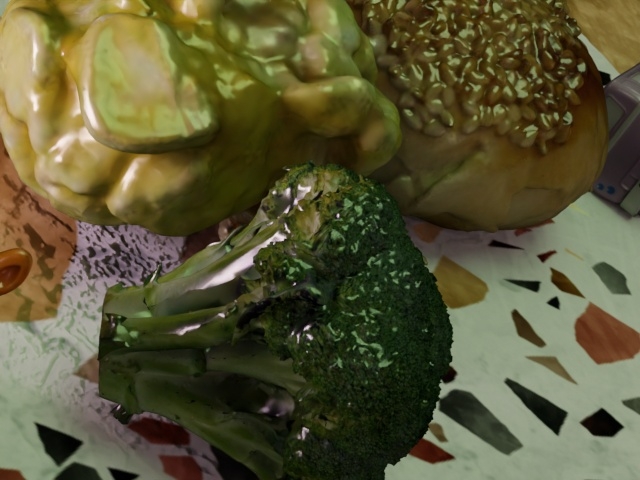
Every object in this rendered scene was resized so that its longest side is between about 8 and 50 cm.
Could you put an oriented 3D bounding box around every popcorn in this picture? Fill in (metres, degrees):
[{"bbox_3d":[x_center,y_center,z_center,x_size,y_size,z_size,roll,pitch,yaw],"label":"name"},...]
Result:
[{"bbox_3d":[-0.123,-0.131,1.634,0.334,0.293,0.292,-25,77,-18],"label":"popcorn"}]

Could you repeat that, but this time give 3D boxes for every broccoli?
[{"bbox_3d":[-0.034,0.088,1.451,0.283,0.303,0.321,0,14,-5],"label":"broccoli"}]

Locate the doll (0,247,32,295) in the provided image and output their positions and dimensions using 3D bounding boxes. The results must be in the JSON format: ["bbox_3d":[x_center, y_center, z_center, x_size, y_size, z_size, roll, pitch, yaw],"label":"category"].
[{"bbox_3d":[-0.295,0.039,1.321,0.143,0.221,0.135,27,37,-1],"label":"doll"}]

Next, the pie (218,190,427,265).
[{"bbox_3d":[0.000,0.000,1.731,0.205,0.084,0.179,38,33,15],"label":"pie"}]

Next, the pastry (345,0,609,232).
[{"bbox_3d":[0.132,-0.190,1.941,0.410,0.245,0.409,20,37,-16],"label":"pastry"}]

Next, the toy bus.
[{"bbox_3d":[0.399,-0.133,2.179,0.142,0.142,0.202,41,35,13],"label":"toy bus"}]
